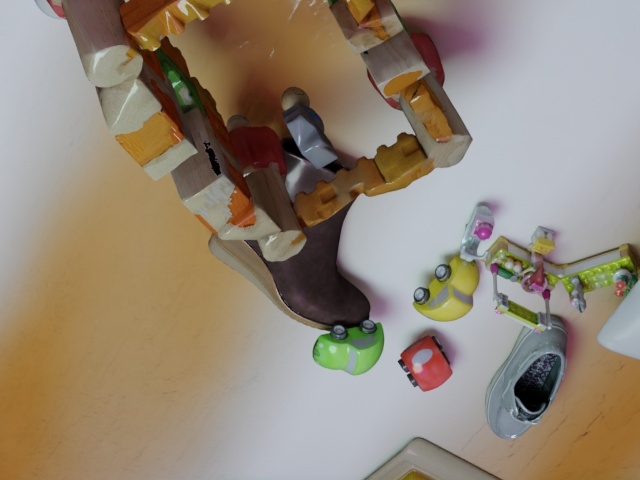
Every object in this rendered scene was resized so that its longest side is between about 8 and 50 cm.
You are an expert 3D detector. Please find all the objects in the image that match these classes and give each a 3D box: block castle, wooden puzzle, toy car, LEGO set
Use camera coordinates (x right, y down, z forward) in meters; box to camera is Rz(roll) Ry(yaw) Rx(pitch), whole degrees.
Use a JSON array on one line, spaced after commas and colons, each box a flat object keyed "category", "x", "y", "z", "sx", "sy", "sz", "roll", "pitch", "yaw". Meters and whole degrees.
[{"category": "block castle", "x": -0.059, "y": -0.200, "z": 1.432, "sx": 0.303, "sy": 0.212, "sz": 0.453, "roll": -31, "pitch": 144, "yaw": 9}, {"category": "wooden puzzle", "x": 0.157, "y": 0.416, "z": 2.106, "sx": 0.221, "sy": 0.044, "sz": 0.238, "roll": 30, "pitch": 126, "yaw": -18}, {"category": "toy car", "x": 0.098, "y": 0.135, "z": 1.808, "sx": 0.225, "sy": 0.053, "sz": 0.239, "roll": -11, "pitch": 134, "yaw": -25}, {"category": "LEGO set", "x": 0.313, "y": 0.050, "z": 1.743, "sx": 0.287, "sy": 0.107, "sz": 0.132, "roll": 9, "pitch": 130, "yaw": -2}]

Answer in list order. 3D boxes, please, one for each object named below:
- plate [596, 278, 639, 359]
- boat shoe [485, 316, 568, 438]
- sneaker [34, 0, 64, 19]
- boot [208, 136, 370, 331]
[{"category": "plate", "x": 0.524, "y": 0.088, "z": 1.700, "sx": 0.278, "sy": 0.045, "sz": 0.277, "roll": 21, "pitch": 127, "yaw": -11}, {"category": "boat shoe", "x": 0.279, "y": 0.205, "z": 1.893, "sx": 0.079, "sy": 0.081, "sz": 0.227, "roll": 12, "pitch": 130, "yaw": -5}, {"category": "sneaker", "x": -0.211, "y": -0.303, "z": 1.503, "sx": 0.258, "sy": 0.091, "sz": 0.094, "roll": -24, "pitch": 124, "yaw": 23}, {"category": "boot", "x": 0.000, "y": 0.000, "z": 1.739, "sx": 0.248, "sy": 0.090, "sz": 0.207, "roll": 31, "pitch": 128, "yaw": -15}]
